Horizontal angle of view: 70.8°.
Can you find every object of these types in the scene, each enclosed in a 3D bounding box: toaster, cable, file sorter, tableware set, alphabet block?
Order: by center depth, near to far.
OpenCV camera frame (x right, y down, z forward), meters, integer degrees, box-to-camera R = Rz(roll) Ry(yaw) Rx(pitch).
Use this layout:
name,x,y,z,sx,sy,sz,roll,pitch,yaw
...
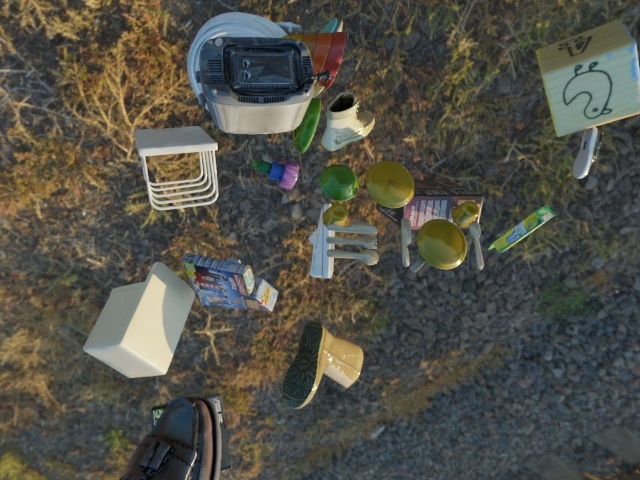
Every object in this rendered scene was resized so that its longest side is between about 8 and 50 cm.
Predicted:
name,x,y,z,sx,sy,sz,roll,pitch,yaw
tableware set,0.074,-0.023,0.415,0.154,0.103,0.024,4,161,-10
toaster,-0.105,-0.271,0.806,0.227,0.129,0.146,-6,170,-12
cable,-0.174,-0.384,1.037,0.257,0.089,0.257,12,135,-4
alphabet block,0.686,-0.415,1.160,0.197,0.193,0.192,-15,123,29
file sorter,-0.409,-0.212,1.278,0.193,0.278,0.173,-10,115,-21

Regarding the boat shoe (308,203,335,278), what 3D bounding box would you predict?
name,x,y,z,sx,sy,sz,roll,pitch,yaw
boat shoe,0.000,0.000,1.543,0.084,0.258,0.095,1,171,15

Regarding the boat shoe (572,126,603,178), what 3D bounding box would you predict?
name,x,y,z,sx,sy,sz,roll,pitch,yaw
boat shoe,0.697,-0.226,1.165,0.040,0.049,0.142,17,88,-9

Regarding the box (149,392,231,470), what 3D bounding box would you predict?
name,x,y,z,sx,sy,sz,roll,pitch,yaw
box,-0.333,0.506,1.151,0.184,0.190,0.045,-2,155,-27

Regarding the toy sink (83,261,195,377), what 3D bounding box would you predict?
name,x,y,z,sx,sy,sz,roll,pitch,yaw
toy sink,-0.435,0.192,1.100,0.131,0.234,0.152,-12,136,24

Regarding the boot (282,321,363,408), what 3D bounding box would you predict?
name,x,y,z,sx,sy,sz,roll,pitch,yaw
boot,0.023,0.368,1.247,0.089,0.236,0.269,8,156,34

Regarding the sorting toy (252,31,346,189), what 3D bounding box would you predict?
name,x,y,z,sx,sy,sz,roll,pitch,yaw
sorting toy,-0.067,-0.296,0.999,0.126,0.127,0.365,16,114,-17

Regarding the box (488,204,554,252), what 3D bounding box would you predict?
name,x,y,z,sx,sy,sz,roll,pitch,yaw
box,0.574,-0.025,1.297,0.043,0.105,0.179,56,135,13

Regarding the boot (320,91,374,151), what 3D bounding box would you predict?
name,x,y,z,sx,sy,sz,roll,pitch,yaw
boot,0.095,-0.378,1.361,0.077,0.213,0.165,45,154,22

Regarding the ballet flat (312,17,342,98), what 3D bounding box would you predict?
name,x,y,z,sx,sy,sz,roll,pitch,yaw
ballet flat,-0.014,-0.522,1.376,0.106,0.107,0.316,26,123,-33

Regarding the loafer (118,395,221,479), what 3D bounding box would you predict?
name,x,y,z,sx,sy,sz,roll,pitch,yaw
loafer,-0.197,0.324,0.498,0.109,0.302,0.095,0,154,29

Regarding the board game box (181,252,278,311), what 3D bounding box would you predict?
name,x,y,z,sx,sy,sz,roll,pitch,yaw
board game box,-0.203,0.101,1.059,0.194,0.060,0.194,10,144,8

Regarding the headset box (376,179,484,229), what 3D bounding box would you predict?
name,x,y,z,sx,sy,sz,roll,pitch,yaw
headset box,0.327,-0.120,1.441,0.293,0.218,0.110,-2,111,-16
